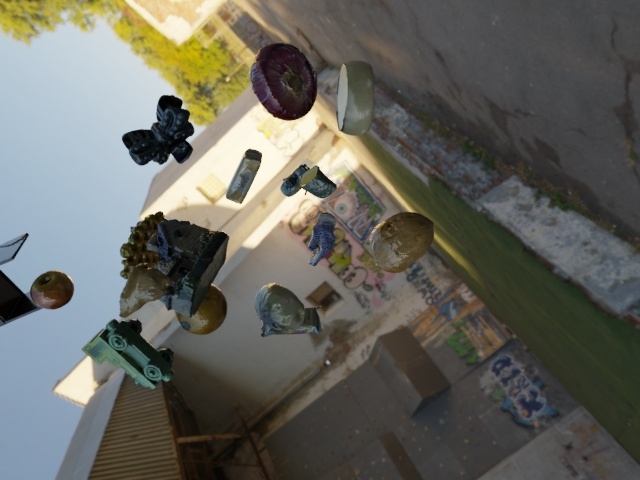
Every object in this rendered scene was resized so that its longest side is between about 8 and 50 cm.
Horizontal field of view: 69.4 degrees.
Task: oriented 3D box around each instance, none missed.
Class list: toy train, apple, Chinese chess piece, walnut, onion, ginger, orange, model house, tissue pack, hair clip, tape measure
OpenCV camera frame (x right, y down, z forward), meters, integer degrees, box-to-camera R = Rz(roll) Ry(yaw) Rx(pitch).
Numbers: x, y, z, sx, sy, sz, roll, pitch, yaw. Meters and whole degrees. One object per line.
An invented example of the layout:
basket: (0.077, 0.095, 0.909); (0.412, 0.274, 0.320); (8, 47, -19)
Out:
toy train: (-0.813, 0.506, 2.006); (0.369, 0.237, 0.150); (49, -159, -13)
apple: (-0.986, 0.186, 1.707); (0.146, 0.146, 0.146); (48, -174, -7)
Chinese chess piece: (0.117, -0.489, 1.596); (0.250, 0.103, 0.249); (179, 90, -84)
walnut: (0.209, -0.003, 1.190); (0.144, 0.180, 0.144); (50, -166, -17)
onion: (-0.125, -0.476, 1.403); (0.163, 0.230, 0.230); (11, 155, 46)
ginger: (-0.569, 0.177, 1.501); (0.123, 0.193, 0.115); (25, -168, -9)
orange: (-0.498, 0.284, 1.929); (0.236, 0.236, 0.236); (48, -174, -7)
model house: (-0.521, 0.085, 1.684); (0.284, 0.243, 0.298); (21, -130, 3)
model house: (-0.006, -0.161, 1.316); (0.083, 0.079, 0.066); (33, -137, -30)
tissue pack: (-0.330, -0.285, 2.014); (0.090, 0.222, 0.186); (25, -162, -14)
hair clip: (-0.640, -0.431, 1.893); (0.194, 0.310, 0.206); (55, -168, 26)
tape measure: (-0.117, -0.255, 2.148); (0.084, 0.164, 0.330); (51, 171, 3)

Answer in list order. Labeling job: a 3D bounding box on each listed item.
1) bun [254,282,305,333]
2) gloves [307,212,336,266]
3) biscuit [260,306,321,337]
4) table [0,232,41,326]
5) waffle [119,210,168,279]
bun: (-0.203, 0.326, 2.158); (0.273, 0.168, 0.273); (25, 136, 27)
gloves: (0.005, -0.003, 1.821); (0.097, 0.229, 0.119); (0, 154, 46)
biscuit: (-0.150, 0.421, 2.386); (0.186, 0.309, 0.079); (-93, 3, -51)
table: (-1.209, 0.163, 1.793); (0.196, 0.282, 0.250); (-110, -3, -58)
waffle: (-0.746, 0.035, 1.991); (0.068, 0.325, 0.302); (17, 137, 12)
